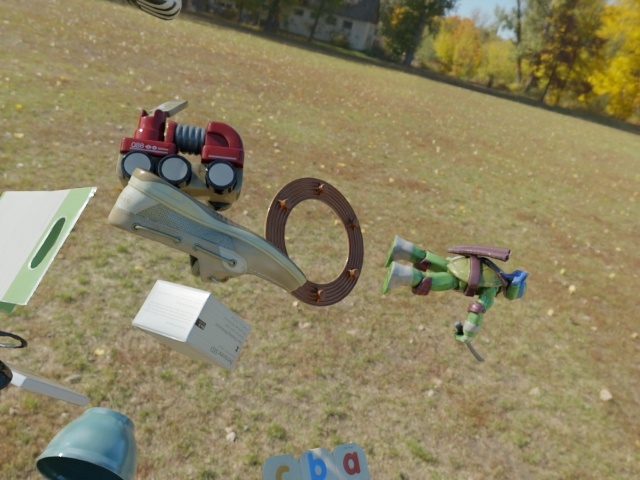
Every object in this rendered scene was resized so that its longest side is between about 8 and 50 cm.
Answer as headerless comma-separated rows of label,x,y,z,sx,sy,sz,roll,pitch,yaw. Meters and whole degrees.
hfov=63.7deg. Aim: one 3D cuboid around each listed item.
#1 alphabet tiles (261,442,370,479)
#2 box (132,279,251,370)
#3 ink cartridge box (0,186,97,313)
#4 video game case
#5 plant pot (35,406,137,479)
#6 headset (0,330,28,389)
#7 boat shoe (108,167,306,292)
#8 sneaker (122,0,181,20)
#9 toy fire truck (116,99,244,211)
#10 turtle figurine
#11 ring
alphabet tiles,0.011,0.425,0.684,0.284,0.021,0.278,4,62,-32
box,-0.290,0.194,1.179,0.181,0.119,0.181,9,-27,33
ink cartridge box,-0.390,0.012,0.688,0.235,0.171,0.056,3,-30,32
video game case,-0.580,0.268,1.005,0.183,0.023,0.201,16,-22,18
plant pot,-0.710,0.660,1.637,0.292,0.293,0.196,13,44,-2
headset,-0.349,-0.037,0.332,0.243,0.394,0.185,-41,32,-22
boat shoe,-0.156,0.011,0.758,0.302,0.098,0.109,33,-6,-28
sneaker,-0.262,-0.384,0.651,0.228,0.132,0.086,24,-1,-2
toy fire truck,-0.253,-0.189,0.980,0.216,0.247,0.158,5,-18,-10
turtle figurine,0.253,0.110,1.039,0.266,0.198,0.275,17,-20,0
ring,0.000,0.000,1.313,0.336,0.337,0.032,-7,-4,-42
